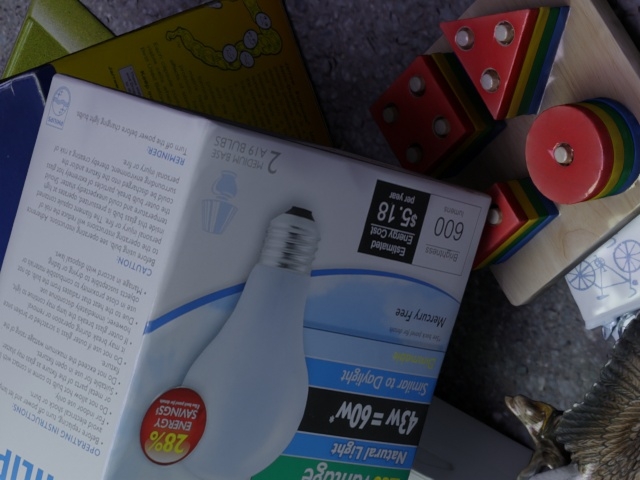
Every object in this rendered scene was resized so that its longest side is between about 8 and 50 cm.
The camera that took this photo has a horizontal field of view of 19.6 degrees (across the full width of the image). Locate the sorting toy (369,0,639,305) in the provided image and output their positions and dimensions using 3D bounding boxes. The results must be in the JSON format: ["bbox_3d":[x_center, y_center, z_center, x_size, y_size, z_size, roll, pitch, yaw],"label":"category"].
[{"bbox_3d":[0.179,-0.105,1.708,0.255,0.089,0.257,-44,67,41],"label":"sorting toy"}]

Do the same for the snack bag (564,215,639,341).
[{"bbox_3d":[0.367,0.030,1.682,0.323,0.037,0.342,-24,93,42],"label":"snack bag"}]

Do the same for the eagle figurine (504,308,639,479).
[{"bbox_3d":[0.302,0.148,1.645,0.298,0.226,0.225,-28,75,48],"label":"eagle figurine"}]

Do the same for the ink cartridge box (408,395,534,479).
[{"bbox_3d":[0.055,0.302,1.945,0.226,0.131,0.306,29,125,1],"label":"ink cartridge box"}]

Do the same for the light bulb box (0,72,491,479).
[{"bbox_3d":[-0.085,0.078,1.640,0.225,0.358,0.361,20,96,47],"label":"light bulb box"}]

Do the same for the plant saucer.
[{"bbox_3d":[-0.297,-0.175,2.129,0.188,0.045,0.188,44,129,17],"label":"plant saucer"}]

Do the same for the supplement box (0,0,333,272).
[{"bbox_3d":[-0.188,-0.107,1.857,0.194,0.356,0.195,-12,101,41],"label":"supplement box"}]
